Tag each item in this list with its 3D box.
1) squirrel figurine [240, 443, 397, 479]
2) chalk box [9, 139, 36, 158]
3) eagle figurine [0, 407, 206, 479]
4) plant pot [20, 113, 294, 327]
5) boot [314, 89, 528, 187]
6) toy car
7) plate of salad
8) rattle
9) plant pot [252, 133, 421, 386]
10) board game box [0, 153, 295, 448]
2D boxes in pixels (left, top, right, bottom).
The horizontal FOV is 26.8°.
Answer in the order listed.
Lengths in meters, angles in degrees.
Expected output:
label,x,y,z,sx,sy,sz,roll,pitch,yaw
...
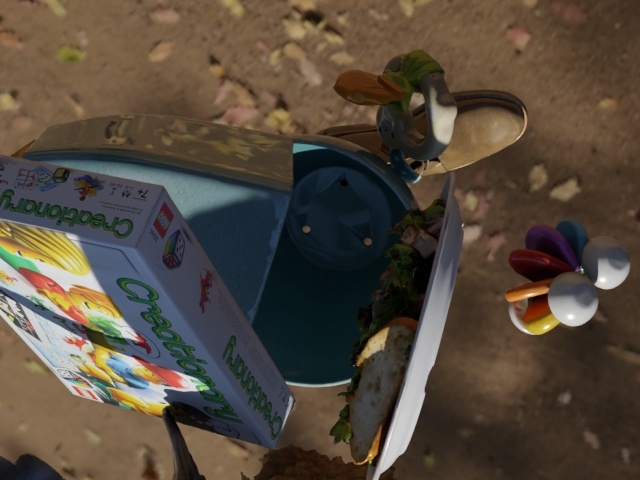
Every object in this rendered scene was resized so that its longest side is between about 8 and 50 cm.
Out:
label,x,y,z,sx,sy,sz,roll,pitch,yaw
squirrel figurine,0.023,0.391,1.275,0.281,0.397,0.370,-3,164,13
chalk box,-0.312,0.019,1.540,0.132,0.132,0.213,-34,119,-5
eagle figurine,-0.087,0.255,0.930,0.298,0.225,0.226,23,156,37
plant pot,-0.180,0.001,1.326,0.252,0.247,0.248,16,105,-6
boot,0.131,-0.115,1.791,0.305,0.115,0.112,-15,118,7
toy car,0.333,0.042,1.907,0.136,0.182,0.159,50,154,-7
plate of salad,0.044,0.052,0.798,0.048,0.200,0.200,14,129,2
rattle,0.066,-0.122,1.546,0.130,0.143,0.199,51,149,6
plant pot,0.000,0.000,1.586,0.290,0.195,0.290,4,109,13
board game box,-0.150,0.047,0.971,0.193,0.053,0.305,11,152,24
